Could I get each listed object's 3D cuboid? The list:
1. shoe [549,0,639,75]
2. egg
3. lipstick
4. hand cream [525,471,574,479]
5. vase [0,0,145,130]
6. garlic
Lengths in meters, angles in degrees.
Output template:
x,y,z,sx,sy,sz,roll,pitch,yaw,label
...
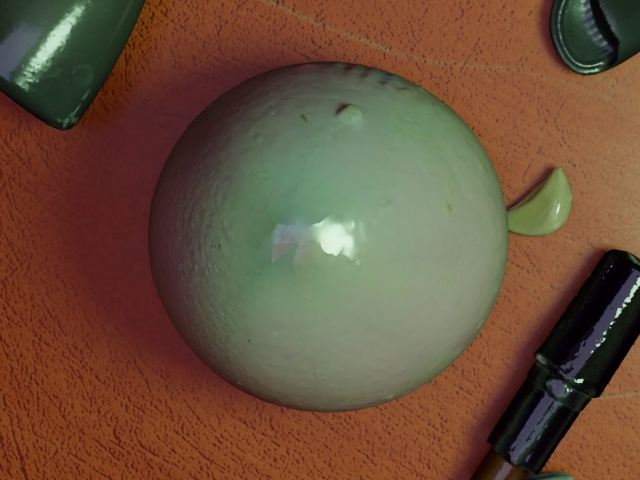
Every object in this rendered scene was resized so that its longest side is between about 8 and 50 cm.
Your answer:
x,y,z,sx,sy,sz,roll,pitch,yaw,label
0.337,-0.260,1.576,0.241,0.093,0.108,-31,91,6,shoe
0.000,0.000,1.509,0.355,0.340,0.354,1,94,8,egg
0.247,0.146,1.616,0.081,0.081,0.299,35,95,3,lipstick
0.255,0.368,1.646,0.079,0.048,0.255,-15,91,15,hand cream
-0.227,-0.283,1.613,0.173,0.173,0.321,39,90,3,vase
0.229,-0.032,1.629,0.083,0.041,0.053,-37,84,15,garlic
